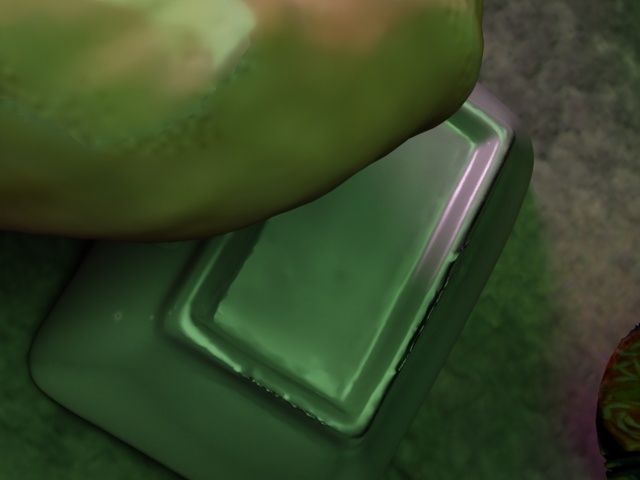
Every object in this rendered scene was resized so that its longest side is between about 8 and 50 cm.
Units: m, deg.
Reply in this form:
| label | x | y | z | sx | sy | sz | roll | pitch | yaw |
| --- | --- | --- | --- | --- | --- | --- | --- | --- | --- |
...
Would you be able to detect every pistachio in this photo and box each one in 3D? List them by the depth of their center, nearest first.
| label | x | y | z | sx | sy | sz | roll | pitch | yaw |
| --- | --- | --- | --- | --- | --- | --- | --- | --- | --- |
| pistachio | -0.092 | -0.107 | 0.634 | 0.309 | 0.230 | 0.229 | 12 | 69 | 26 |

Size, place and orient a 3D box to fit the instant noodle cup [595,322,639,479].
| label | x | y | z | sx | sy | sz | roll | pitch | yaw |
| --- | --- | --- | --- | --- | --- | --- | --- | --- | --- |
| instant noodle cup | 0.258 | 0.072 | 0.758 | 0.182 | 0.230 | 0.230 | -38 | 94 | -31 |

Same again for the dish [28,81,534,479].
| label | x | y | z | sx | sy | sz | roll | pitch | yaw |
| --- | --- | --- | --- | --- | --- | --- | --- | --- | --- |
| dish | 0.000 | 0.000 | 0.743 | 0.151 | 0.077 | 0.212 | 34 | 69 | -12 |
